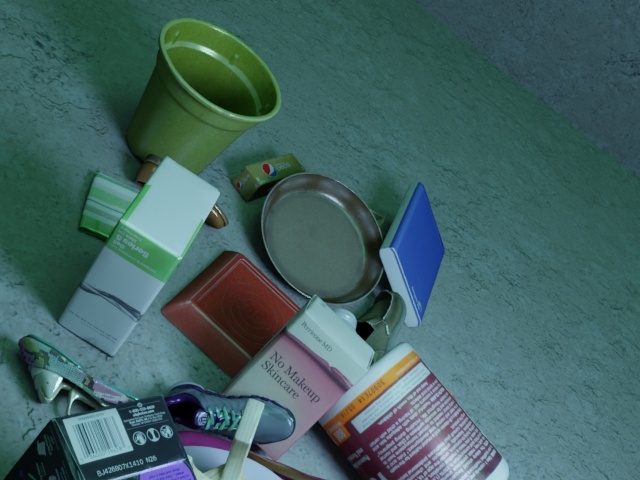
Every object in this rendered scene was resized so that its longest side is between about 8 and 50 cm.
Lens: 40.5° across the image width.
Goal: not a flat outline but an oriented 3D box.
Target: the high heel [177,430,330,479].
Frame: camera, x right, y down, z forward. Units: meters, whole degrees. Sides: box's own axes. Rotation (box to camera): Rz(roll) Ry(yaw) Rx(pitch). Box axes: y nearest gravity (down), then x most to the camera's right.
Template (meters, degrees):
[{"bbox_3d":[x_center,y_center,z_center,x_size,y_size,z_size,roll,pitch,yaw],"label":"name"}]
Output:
[{"bbox_3d":[-0.055,0.382,1.381,0.377,0.181,0.127,33,37,-15],"label":"high heel"}]

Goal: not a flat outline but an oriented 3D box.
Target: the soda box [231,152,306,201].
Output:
[{"bbox_3d":[-0.115,-0.145,1.971,0.058,0.061,0.181,50,35,11],"label":"soda box"}]

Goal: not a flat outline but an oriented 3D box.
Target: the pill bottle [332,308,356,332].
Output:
[{"bbox_3d":[0.024,0.211,1.711,0.087,0.087,0.160,35,39,-12],"label":"pill bottle"}]

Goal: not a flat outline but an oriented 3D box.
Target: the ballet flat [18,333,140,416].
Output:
[{"bbox_3d":[-0.377,0.230,1.327,0.221,0.077,0.079,35,55,-12],"label":"ballet flat"}]

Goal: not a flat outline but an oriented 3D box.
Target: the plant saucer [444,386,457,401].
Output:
[{"bbox_3d":[0.264,0.350,1.874,0.083,0.013,0.084,26,40,-23],"label":"plant saucer"}]

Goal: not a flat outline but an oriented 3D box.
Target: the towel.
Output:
[{"bbox_3d":[-0.392,-0.054,1.644,0.113,0.023,0.152,25,41,-21],"label":"towel"}]

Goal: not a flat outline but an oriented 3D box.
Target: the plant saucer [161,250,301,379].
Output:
[{"bbox_3d":[-0.136,0.148,1.661,0.258,0.048,0.259,43,36,-1],"label":"plant saucer"}]

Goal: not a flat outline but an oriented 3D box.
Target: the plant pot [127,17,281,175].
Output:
[{"bbox_3d":[-0.264,-0.267,1.784,0.276,0.254,0.276,27,38,-24],"label":"plant pot"}]

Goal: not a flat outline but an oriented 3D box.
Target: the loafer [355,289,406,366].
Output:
[{"bbox_3d":[0.114,0.183,1.829,0.087,0.094,0.251,39,35,-14],"label":"loafer"}]

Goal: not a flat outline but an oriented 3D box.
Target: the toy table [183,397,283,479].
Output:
[{"bbox_3d":[-0.143,0.367,1.237,0.274,0.161,0.252,10,55,-5],"label":"toy table"}]

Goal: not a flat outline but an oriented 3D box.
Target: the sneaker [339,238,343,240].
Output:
[{"bbox_3d":[0.063,-0.001,2.002,0.047,0.057,0.119,52,35,16],"label":"sneaker"}]

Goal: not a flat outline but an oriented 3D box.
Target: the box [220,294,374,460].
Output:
[{"bbox_3d":[-0.042,0.233,1.483,0.148,0.232,0.127,43,12,0],"label":"box"}]

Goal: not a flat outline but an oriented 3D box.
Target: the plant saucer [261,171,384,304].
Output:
[{"bbox_3d":[0.000,0.000,1.888,0.310,0.050,0.311,14,62,-27],"label":"plant saucer"}]

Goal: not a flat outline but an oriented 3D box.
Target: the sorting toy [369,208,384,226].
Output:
[{"bbox_3d":[0.108,-0.042,2.105,0.083,0.045,0.075,29,45,-20],"label":"sorting toy"}]

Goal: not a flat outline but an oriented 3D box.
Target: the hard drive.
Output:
[{"bbox_3d":[0.224,0.026,2.059,0.210,0.040,0.319,68,27,-24],"label":"hard drive"}]

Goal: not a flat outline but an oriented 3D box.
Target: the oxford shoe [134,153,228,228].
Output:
[{"bbox_3d":[-0.282,-0.080,1.752,0.212,0.076,0.076,36,66,-14],"label":"oxford shoe"}]

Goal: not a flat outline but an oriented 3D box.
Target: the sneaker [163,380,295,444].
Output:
[{"bbox_3d":[-0.155,0.290,1.392,0.223,0.083,0.098,9,7,8],"label":"sneaker"}]

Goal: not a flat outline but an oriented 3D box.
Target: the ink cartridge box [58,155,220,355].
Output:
[{"bbox_3d":[-0.300,0.028,1.429,0.114,0.273,0.198,33,36,-10],"label":"ink cartridge box"}]

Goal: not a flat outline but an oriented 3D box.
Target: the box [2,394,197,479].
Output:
[{"bbox_3d":[-0.300,0.334,1.111,0.165,0.270,0.143,-3,55,-46],"label":"box"}]

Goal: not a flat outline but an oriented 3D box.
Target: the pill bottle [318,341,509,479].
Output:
[{"bbox_3d":[0.194,0.401,1.571,0.392,0.224,0.224,50,36,11],"label":"pill bottle"}]
